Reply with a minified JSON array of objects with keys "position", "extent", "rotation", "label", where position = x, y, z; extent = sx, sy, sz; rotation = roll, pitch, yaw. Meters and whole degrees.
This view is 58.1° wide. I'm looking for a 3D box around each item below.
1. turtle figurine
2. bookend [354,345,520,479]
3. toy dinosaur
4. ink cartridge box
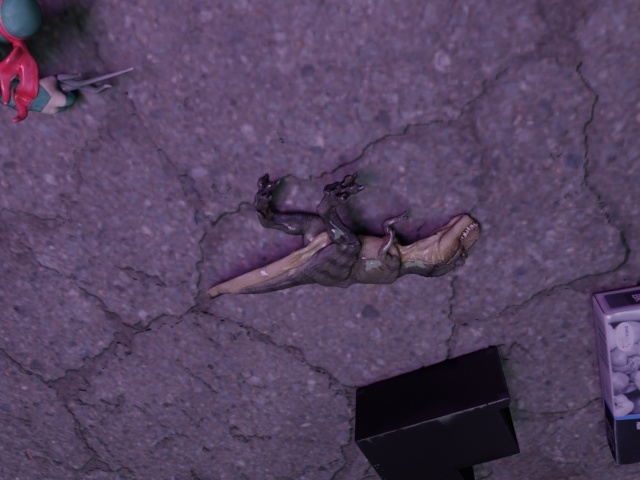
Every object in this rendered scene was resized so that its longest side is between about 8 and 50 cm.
[{"position":[-0.265,-0.161,0.406],"extent":[0.234,0.118,0.175],"rotation":[1,121,12],"label":"turtle figurine"},{"position":[0.139,0.209,0.601],"extent":[0.157,0.072,0.156],"rotation":[-23,117,18],"label":"bookend"},{"position":[0.000,0.000,0.501],"extent":[0.269,0.064,0.118],"rotation":[-9,126,15],"label":"toy dinosaur"},{"position":[0.375,0.119,0.537],"extent":[0.209,0.045,0.206],"rotation":[-13,118,13],"label":"ink cartridge box"}]
